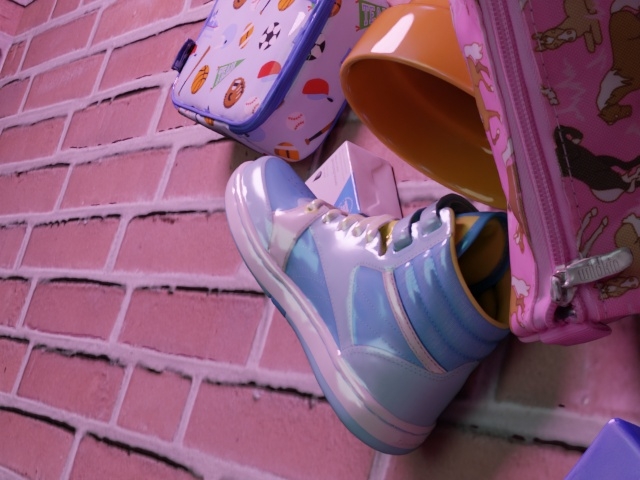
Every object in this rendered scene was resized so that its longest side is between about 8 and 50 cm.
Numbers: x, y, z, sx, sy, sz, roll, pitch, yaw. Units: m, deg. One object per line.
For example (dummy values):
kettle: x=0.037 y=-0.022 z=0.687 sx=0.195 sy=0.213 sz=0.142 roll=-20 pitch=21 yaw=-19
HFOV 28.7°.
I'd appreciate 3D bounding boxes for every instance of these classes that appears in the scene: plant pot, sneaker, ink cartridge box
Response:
plant pot: x=0.150 y=-0.157 z=1.022 sx=0.188 sy=0.205 sz=0.205 roll=-57 pitch=28 yaw=-15
sneaker: x=0.054 y=0.001 z=1.078 sx=0.208 sy=0.127 sz=0.319 roll=-47 pitch=59 yaw=24
ink cartridge box: x=0.000 y=0.000 z=1.261 sx=0.180 sy=0.060 sz=0.104 roll=-44 pitch=37 yaw=32

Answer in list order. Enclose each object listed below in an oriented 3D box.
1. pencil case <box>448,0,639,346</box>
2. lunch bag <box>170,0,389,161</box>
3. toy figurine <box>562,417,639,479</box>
pencil case: x=0.158 y=-0.128 z=0.821 sx=0.167 sy=0.160 sz=0.386 roll=-140 pitch=34 yaw=-80
lunch bag: x=-0.056 y=-0.229 z=1.463 sx=0.243 sy=0.115 sz=0.303 roll=-63 pitch=31 yaw=2
toy figurine: x=0.192 y=0.152 z=0.573 sx=0.363 sy=0.217 sz=0.191 roll=-55 pitch=31 yaw=20
